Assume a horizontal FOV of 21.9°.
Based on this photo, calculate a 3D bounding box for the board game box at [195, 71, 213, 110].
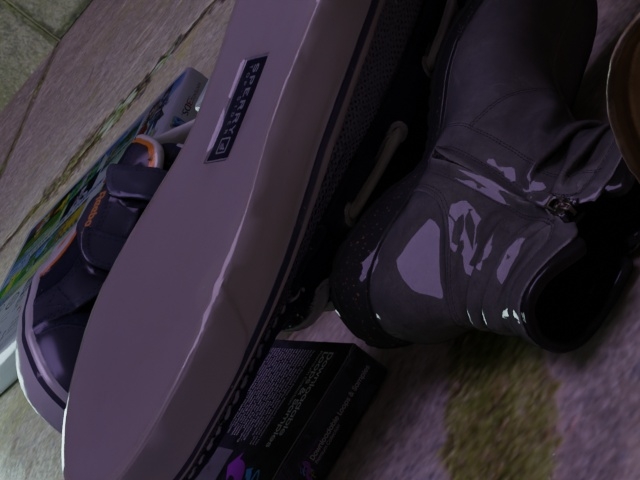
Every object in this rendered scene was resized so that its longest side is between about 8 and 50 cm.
[{"bbox_3d":[0.050,-0.251,1.316,0.254,0.079,0.336,-33,27,48],"label":"board game box"}]

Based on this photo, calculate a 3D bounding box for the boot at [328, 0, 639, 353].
[{"bbox_3d":[0.117,-0.046,0.787,0.161,0.083,0.246,-6,49,52],"label":"boot"}]

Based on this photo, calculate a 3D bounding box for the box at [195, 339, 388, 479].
[{"bbox_3d":[-0.033,0.110,0.917,0.116,0.029,0.162,-58,17,-14],"label":"box"}]

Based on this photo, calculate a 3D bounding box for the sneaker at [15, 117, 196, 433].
[{"bbox_3d":[-0.121,0.010,1.177,0.127,0.126,0.321,-50,15,29],"label":"sneaker"}]

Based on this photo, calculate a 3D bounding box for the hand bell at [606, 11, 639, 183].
[{"bbox_3d":[0.214,-0.109,0.619,0.126,0.126,0.242,-30,17,53],"label":"hand bell"}]

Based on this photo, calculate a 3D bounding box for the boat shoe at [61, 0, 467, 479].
[{"bbox_3d":[0.000,0.000,0.863,0.127,0.158,0.340,7,70,57],"label":"boat shoe"}]

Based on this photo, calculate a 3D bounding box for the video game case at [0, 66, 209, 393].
[{"bbox_3d":[-0.247,0.010,1.661,0.329,0.036,0.300,-40,21,38],"label":"video game case"}]
